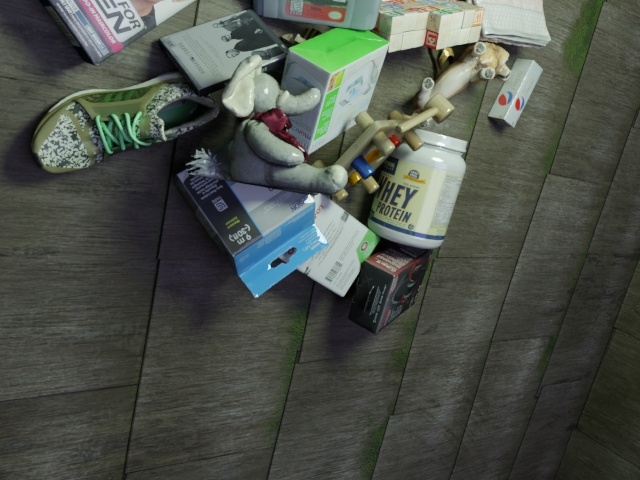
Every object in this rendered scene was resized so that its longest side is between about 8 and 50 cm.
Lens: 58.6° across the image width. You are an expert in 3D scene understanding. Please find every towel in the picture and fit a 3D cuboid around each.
[{"bbox_3d":[0.545,-0.733,1.672,0.332,0.053,0.316,-8,88,-35],"label":"towel"}]

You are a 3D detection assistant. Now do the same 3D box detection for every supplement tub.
[{"bbox_3d":[0.289,-0.159,1.687,0.236,0.235,0.324,5,106,-37],"label":"supplement tub"}]

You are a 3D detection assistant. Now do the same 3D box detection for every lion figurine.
[{"bbox_3d":[0.375,-0.448,1.651,0.393,0.240,0.142,-28,98,7],"label":"lion figurine"}]

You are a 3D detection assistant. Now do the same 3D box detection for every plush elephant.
[{"bbox_3d":[-0.106,-0.242,1.225,0.331,0.272,0.255,8,93,-6],"label":"plush elephant"}]

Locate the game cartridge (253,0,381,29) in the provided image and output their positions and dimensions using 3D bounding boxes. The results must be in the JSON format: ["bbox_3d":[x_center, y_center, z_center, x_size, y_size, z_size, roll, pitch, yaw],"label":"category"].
[{"bbox_3d":[-0.003,-0.575,1.275,0.295,0.060,0.196,6,149,-4],"label":"game cartridge"}]

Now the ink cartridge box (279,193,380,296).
[{"bbox_3d":[0.000,0.000,1.621,0.289,0.122,0.211,36,87,-39],"label":"ink cartridge box"}]

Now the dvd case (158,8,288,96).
[{"bbox_3d":[-0.208,-0.423,1.268,0.239,0.179,0.029,-29,157,-22],"label":"dvd case"}]

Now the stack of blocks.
[{"bbox_3d":[0.257,-0.560,1.472,0.297,0.171,0.087,-22,133,-32],"label":"stack of blocks"}]

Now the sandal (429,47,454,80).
[{"bbox_3d":[0.371,-0.539,1.704,0.072,0.049,0.180,-28,124,-22],"label":"sandal"}]

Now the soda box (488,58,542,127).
[{"bbox_3d":[0.651,-0.492,1.908,0.069,0.074,0.216,22,96,-40],"label":"soda box"}]

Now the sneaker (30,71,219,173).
[{"bbox_3d":[-0.394,-0.248,1.196,0.411,0.182,0.157,-29,124,-22],"label":"sneaker"}]

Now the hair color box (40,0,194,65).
[{"bbox_3d":[-0.373,-0.523,1.146,0.347,0.105,0.173,-42,128,-15],"label":"hair color box"}]

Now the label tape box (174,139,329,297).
[{"bbox_3d":[-0.152,-0.072,1.391,0.249,0.115,0.347,-35,93,-19],"label":"label tape box"}]

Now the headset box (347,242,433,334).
[{"bbox_3d":[0.209,0.137,1.753,0.293,0.110,0.217,-25,136,-51],"label":"headset box"}]

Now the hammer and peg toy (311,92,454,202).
[{"bbox_3d":[0.153,-0.257,1.476,0.361,0.127,0.266,-44,167,33],"label":"hammer and peg toy"}]

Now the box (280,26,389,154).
[{"bbox_3d":[0.020,-0.370,1.379,0.262,0.127,0.231,-40,158,-42],"label":"box"}]

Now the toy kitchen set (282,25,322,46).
[{"bbox_3d":[-0.045,-0.510,1.412,0.068,0.083,0.075,31,90,2],"label":"toy kitchen set"}]
